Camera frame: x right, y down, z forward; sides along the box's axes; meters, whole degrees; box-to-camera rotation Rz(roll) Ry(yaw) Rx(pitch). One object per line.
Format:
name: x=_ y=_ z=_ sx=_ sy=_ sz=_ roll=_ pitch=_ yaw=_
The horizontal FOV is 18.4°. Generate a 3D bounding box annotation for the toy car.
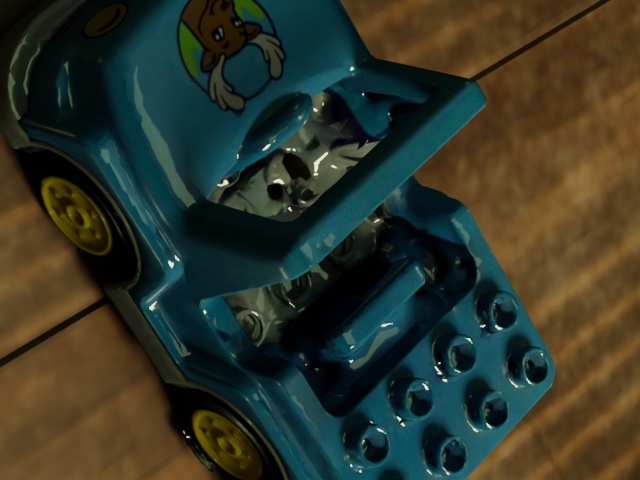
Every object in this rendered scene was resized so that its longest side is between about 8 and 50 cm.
toy car: x=0.000 y=0.000 z=0.560 sx=0.097 sy=0.100 sz=0.191 roll=-43 pitch=112 yaw=-31
